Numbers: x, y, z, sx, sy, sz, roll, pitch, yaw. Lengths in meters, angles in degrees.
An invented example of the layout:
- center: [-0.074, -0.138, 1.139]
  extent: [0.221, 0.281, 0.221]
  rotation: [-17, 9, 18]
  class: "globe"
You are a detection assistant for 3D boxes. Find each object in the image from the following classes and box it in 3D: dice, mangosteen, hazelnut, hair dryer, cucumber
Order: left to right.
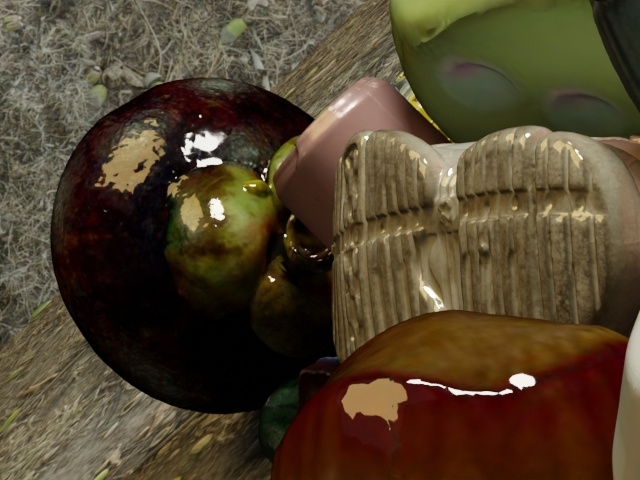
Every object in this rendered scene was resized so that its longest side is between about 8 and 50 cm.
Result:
- center: [-0.081, 0.003, 1.478]
  extent: [0.330, 0.330, 0.330]
  rotation: [-41, 13, 12]
  class: "mangosteen"
- center: [0.001, 0.144, 1.337]
  extent: [0.115, 0.063, 0.244]
  rotation: [-49, 12, -25]
  class: "cucumber"
- center: [0.097, -0.029, 1.335]
  extent: [0.125, 0.210, 0.352]
  rotation: [-46, -3, 14]
  class: "hair dryer"
- center: [0.080, 0.143, 0.803]
  extent: [0.229, 0.229, 0.229]
  rotation: [-41, 13, 12]
  class: "hazelnut"
- center: [0.220, -0.177, 1.167]
  extent: [0.249, 0.252, 0.254]
  rotation: [-9, 49, 52]
  class: "dice"

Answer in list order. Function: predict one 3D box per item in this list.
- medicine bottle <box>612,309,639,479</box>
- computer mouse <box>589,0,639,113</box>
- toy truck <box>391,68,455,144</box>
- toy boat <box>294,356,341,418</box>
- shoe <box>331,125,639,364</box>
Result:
- center: [0.253, 0.012, 0.739]
  extent: [0.179, 0.124, 0.324]
  rotation: [13, 40, 20]
  class: "medicine bottle"
- center: [0.267, -0.151, 0.963]
  extent: [0.371, 0.188, 0.122]
  rotation: [-12, -9, -37]
  class: "computer mouse"
- center: [0.155, -0.173, 1.799]
  extent: [0.227, 0.098, 0.114]
  rotation: [-51, 18, -21]
  class: "toy truck"
- center: [0.066, 0.133, 1.115]
  extent: [0.097, 0.100, 0.223]
  rotation: [-4, 12, -27]
  class: "toy boat"
- center: [0.140, 0.019, 1.024]
  extent: [0.351, 0.198, 0.172]
  rotation: [5, 93, 64]
  class: "shoe"
